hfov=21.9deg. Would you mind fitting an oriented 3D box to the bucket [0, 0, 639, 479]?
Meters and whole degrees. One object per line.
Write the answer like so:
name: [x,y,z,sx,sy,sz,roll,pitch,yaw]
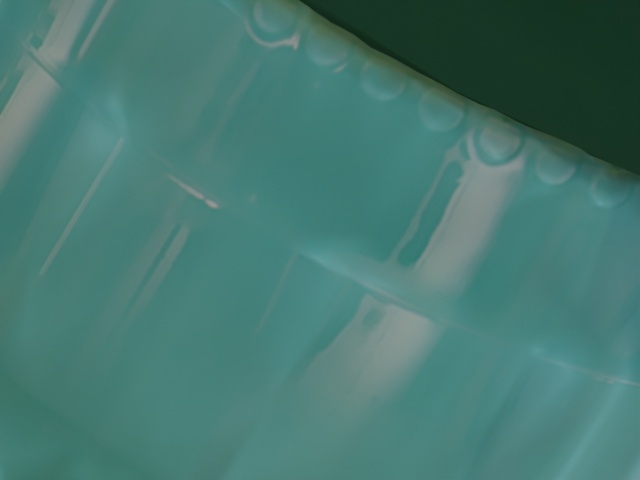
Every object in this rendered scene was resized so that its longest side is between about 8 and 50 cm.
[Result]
bucket: [0.000,0.000,0.454,0.281,0.183,0.281,24,-157,-11]
